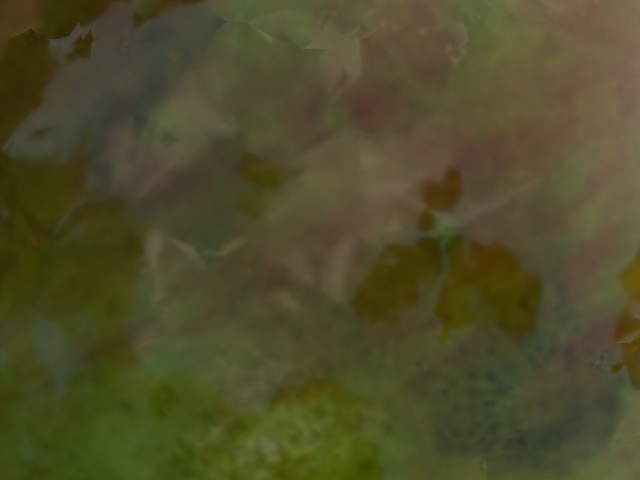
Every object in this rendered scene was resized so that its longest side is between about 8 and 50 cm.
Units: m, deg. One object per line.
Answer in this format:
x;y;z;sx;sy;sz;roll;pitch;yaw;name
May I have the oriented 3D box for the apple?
0.000;0.000;0.481;0.339;0.339;0.340;-10;114;-24;apple
